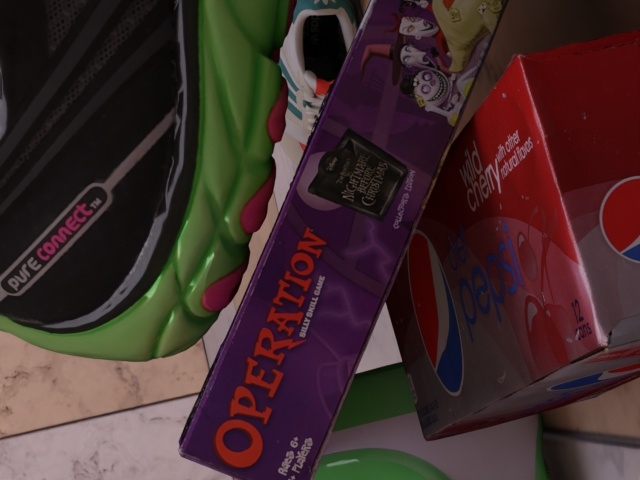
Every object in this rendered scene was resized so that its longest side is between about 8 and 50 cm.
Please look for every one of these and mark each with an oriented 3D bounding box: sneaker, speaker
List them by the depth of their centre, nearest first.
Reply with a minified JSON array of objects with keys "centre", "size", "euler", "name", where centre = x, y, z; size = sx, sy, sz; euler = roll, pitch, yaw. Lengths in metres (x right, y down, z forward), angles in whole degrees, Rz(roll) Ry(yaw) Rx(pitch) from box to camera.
[{"centre":[-0.103,-0.192,0.702],"size":[0.185,0.202,0.483],"euler":[167,109,-82],"name":"sneaker"},{"centre":[0.073,0.205,0.780],"size":[0.131,0.131,0.296],"euler":[129,128,-77],"name":"speaker"},{"centre":[-0.003,-0.098,1.028],"size":[0.075,0.057,0.161],"euler":[-106,12,-53],"name":"sneaker"}]

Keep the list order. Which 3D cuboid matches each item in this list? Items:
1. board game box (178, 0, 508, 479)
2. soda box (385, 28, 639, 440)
[{"centre":[0.000,0.000,0.671],"size":[0.347,0.056,0.208],"euler":[125,164,-81],"name":"board game box"},{"centre":[0.087,0.007,0.580],"size":[0.263,0.083,0.092],"euler":[123,134,-75],"name":"soda box"}]
